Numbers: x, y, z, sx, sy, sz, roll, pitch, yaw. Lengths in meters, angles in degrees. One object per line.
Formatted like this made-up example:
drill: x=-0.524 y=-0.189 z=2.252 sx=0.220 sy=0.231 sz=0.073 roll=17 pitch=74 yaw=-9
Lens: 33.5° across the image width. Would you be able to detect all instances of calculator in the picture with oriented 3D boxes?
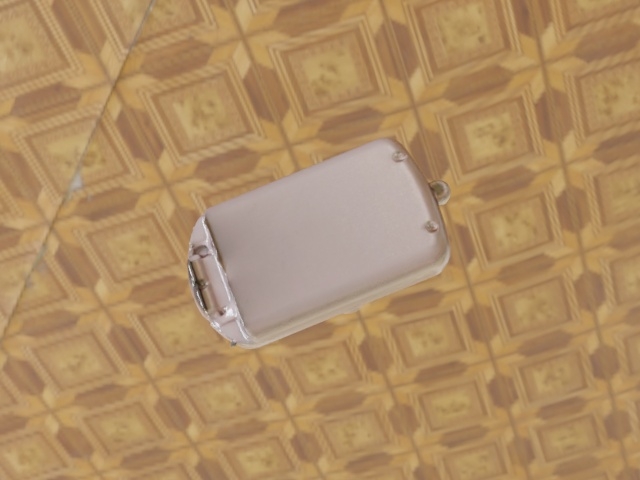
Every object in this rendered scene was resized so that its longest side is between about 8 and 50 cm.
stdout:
calculator: x=0.000 y=0.000 z=0.666 sx=0.175 sy=0.100 sz=0.032 roll=-22 pitch=155 yaw=0
